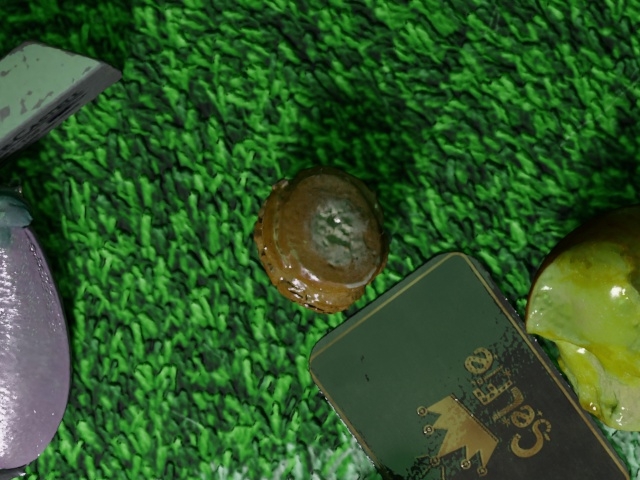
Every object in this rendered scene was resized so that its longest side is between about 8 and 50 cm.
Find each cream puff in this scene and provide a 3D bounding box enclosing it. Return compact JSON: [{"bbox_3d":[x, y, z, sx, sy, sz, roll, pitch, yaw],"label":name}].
[{"bbox_3d":[0.000,0.000,1.054,0.150,0.115,0.165,18,71,-15],"label":"cream puff"}]

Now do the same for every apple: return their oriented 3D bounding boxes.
[{"bbox_3d":[0.345,0.079,1.005,0.246,0.226,0.246,1,82,-4],"label":"apple"}]

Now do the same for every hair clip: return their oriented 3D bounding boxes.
[{"bbox_3d":[-0.352,0.105,1.083,0.095,0.110,0.359,4,98,39],"label":"hair clip"}]

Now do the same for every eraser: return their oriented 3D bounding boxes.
[{"bbox_3d":[-0.385,-0.112,1.050,0.352,0.111,0.077,-36,94,1],"label":"eraser"}]

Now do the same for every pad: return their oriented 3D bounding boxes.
[{"bbox_3d":[0.203,0.199,1.095,0.315,0.063,0.375,-37,93,1],"label":"pad"}]
